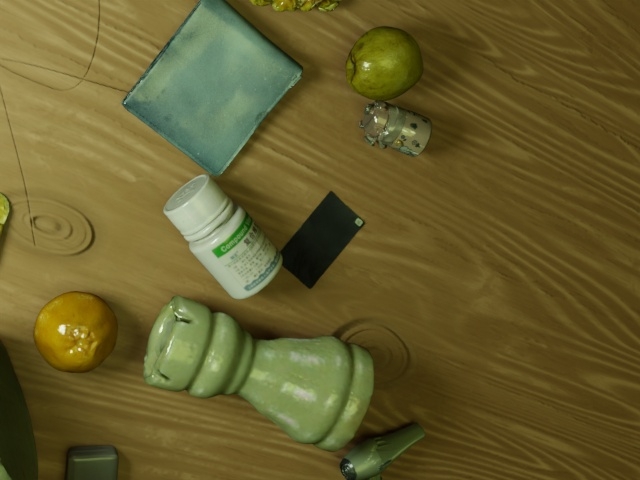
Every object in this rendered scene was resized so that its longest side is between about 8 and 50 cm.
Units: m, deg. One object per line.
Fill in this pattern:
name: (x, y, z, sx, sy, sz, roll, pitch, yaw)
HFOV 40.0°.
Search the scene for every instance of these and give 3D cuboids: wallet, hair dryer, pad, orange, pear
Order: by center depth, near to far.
orange: (-0.462, 0.176, 1.671, 0.159, 0.136, 0.159, -4, 100, -22)
wallet: (-0.205, -0.303, 1.717, 0.251, 0.054, 0.290, 37, 88, -24)
pear: (0.127, -0.360, 1.795, 0.162, 0.149, 0.149, -18, 109, -30)
pad: (0.000, 0.000, 1.902, 0.116, 0.004, 0.193, 43, 85, -25)
hair dryer: (0.165, 0.524, 2.062, 0.219, 0.088, 0.225, -39, 127, -15)

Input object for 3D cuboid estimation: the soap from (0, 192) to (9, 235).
soap: (-0.631, -0.012, 1.612, 0.089, 0.033, 0.168, 16, 94, -28)

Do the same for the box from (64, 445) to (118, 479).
box: (-0.472, 0.542, 1.795, 0.103, 0.055, 0.243, 3, 101, -23)

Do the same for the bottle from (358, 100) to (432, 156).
bottle: (0.151, -0.241, 1.866, 0.152, 0.099, 0.099, 18, 95, -21)

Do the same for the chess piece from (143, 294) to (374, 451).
chess piece: (-0.129, 0.268, 1.798, 0.442, 0.234, 0.234, 21, 93, -23)

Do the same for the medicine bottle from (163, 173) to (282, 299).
medicine bottle: (-0.193, -0.009, 1.744, 0.139, 0.139, 0.237, -42, 112, -9)

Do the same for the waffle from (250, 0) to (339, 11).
waffle: (-0.027, -0.596, 1.718, 0.325, 0.068, 0.302, -15, 107, -18)

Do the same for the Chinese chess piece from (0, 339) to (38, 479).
Chinese chess piece: (-0.610, 0.311, 1.521, 0.146, 0.349, 0.349, -18, 108, -9)
